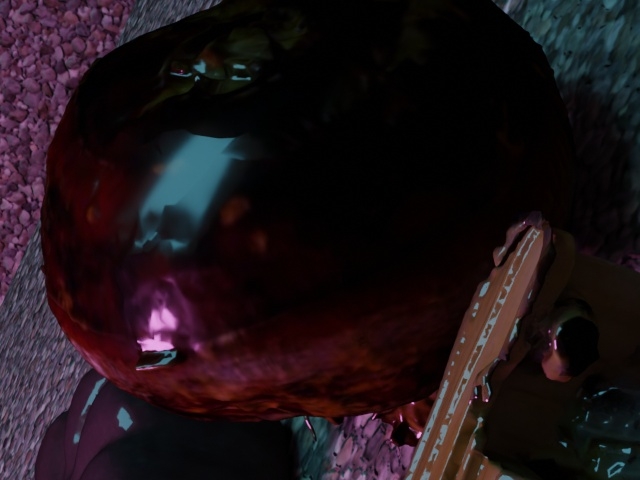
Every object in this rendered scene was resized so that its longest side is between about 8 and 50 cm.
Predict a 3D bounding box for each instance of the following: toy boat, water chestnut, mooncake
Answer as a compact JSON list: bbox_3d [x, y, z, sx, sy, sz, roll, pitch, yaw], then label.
[{"bbox_3d":[0.081,0.215,0.728,0.162,0.136,0.445,-144,74,-74],"label":"toy boat"},{"bbox_3d":[0.000,0.000,0.946,0.350,0.302,0.350,-21,26,11],"label":"water chestnut"},{"bbox_3d":[-0.146,0.239,1.221,0.306,0.154,0.306,-55,22,35],"label":"mooncake"}]

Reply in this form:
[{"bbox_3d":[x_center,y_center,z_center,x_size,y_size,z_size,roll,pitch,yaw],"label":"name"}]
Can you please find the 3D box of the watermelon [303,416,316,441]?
[{"bbox_3d":[-0.013,0.084,1.122,0.105,0.105,0.133,-46,41,43],"label":"watermelon"}]
